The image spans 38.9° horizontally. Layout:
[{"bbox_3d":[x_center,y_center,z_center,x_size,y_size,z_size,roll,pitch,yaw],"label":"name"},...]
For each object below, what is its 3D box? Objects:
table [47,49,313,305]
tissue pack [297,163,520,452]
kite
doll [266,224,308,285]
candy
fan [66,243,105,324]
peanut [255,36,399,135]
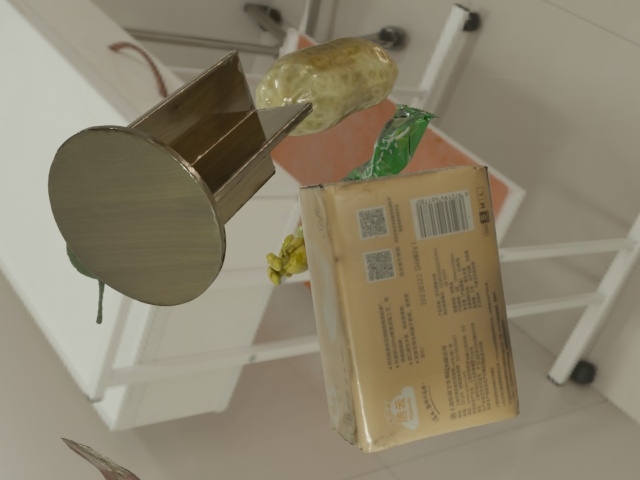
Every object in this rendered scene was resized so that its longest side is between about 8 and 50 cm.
[{"bbox_3d":[-0.109,-0.072,0.826,0.167,0.226,0.167,13,126,19],"label":"table"},{"bbox_3d":[0.090,0.071,1.113,0.239,0.239,0.305,-5,94,49],"label":"tissue pack"},{"bbox_3d":[-0.175,0.355,1.112,0.360,0.204,0.022,33,79,32],"label":"kite"},{"bbox_3d":[0.000,-0.006,1.387,0.096,0.188,0.145,43,126,35],"label":"doll"},{"bbox_3d":[0.123,-0.157,1.651,0.203,0.078,0.141,-51,10,-4],"label":"candy"},{"bbox_3d":[-0.298,0.029,1.245,0.005,0.113,0.175,11,98,48],"label":"fan"},{"bbox_3d":[0.012,-0.235,1.365,0.129,0.224,0.129,56,164,26],"label":"peanut"}]
